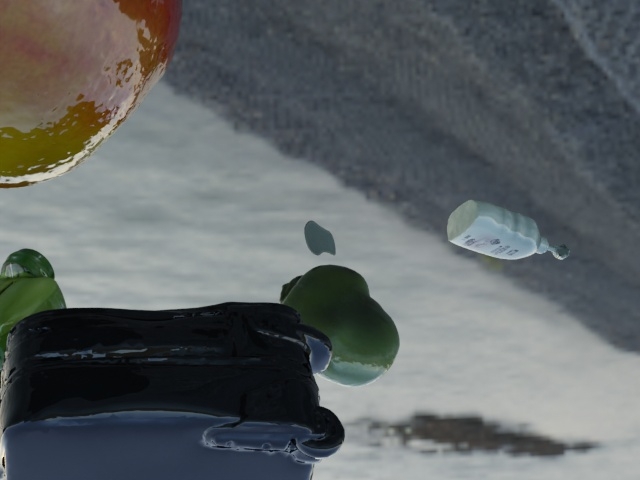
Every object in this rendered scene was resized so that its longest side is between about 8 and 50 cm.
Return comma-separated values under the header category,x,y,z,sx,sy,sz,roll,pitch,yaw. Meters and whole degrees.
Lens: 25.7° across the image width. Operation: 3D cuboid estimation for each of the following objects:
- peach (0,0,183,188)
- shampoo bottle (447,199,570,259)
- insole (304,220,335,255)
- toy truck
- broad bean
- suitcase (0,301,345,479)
category,x,y,z,sx,sy,sz,roll,pitch,yaw
peach,-0.296,-0.189,1.075,0.380,0.242,0.306,37,157,-32
shampoo bottle,0.232,-0.005,1.703,0.152,0.045,0.077,15,150,-26
insole,0.000,0.000,2.006,0.002,0.053,0.152,-13,170,15
toy truck,-0.352,0.119,1.588,0.210,0.148,0.187,49,134,-8
broad bean,0.016,0.109,1.850,0.169,0.100,0.228,1,-155,-30
suitcase,-0.164,0.220,1.365,0.339,0.188,0.345,0,138,-11
